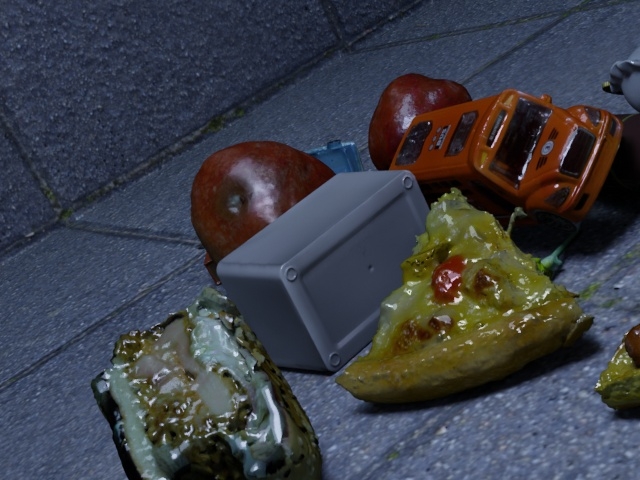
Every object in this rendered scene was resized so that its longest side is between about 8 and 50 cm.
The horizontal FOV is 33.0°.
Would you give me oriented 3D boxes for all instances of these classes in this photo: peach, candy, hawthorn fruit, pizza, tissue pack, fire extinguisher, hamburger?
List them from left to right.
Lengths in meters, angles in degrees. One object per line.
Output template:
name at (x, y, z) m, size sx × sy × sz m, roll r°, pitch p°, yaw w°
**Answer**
hamburger at (-0.102, 0.190, 1.075) m, size 0.167 × 0.192 × 0.288 m, roll -34°, pitch 43°, yaw -2°
peach at (-0.074, -0.036, 1.591) m, size 0.232 × 0.232 × 0.256 m, roll -31°, pitch 12°, yaw -11°
tissue pack at (0.022, 0.034, 1.357) m, size 0.246 × 0.159 × 0.136 m, roll -37°, pitch 21°, yaw -31°
hawthorn fruit at (0.159, -0.160, 1.718) m, size 0.185 × 0.185 × 0.202 m, roll -8°, pitch 42°, yaw 46°
pizza at (0.136, 0.042, 1.163) m, size 0.280 × 0.075 × 0.288 m, roll -27°, pitch 39°, yaw 21°
candy at (0.262, 0.021, 1.235) m, size 0.062 × 0.058 × 0.194 m, roll 2°, pitch 23°, yaw 36°
fire extinguisher at (0.418, -0.103, 1.248) m, size 0.141 × 0.105 × 0.341 m, roll -24°, pitch 13°, yaw -15°

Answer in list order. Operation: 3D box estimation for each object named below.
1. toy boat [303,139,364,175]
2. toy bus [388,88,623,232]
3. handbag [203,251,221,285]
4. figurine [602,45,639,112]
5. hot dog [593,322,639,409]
toy boat at (-0.028, -0.112, 1.968) m, size 0.237 × 0.109 × 0.098 m, roll -17°, pitch 0°, yaw 22°
toy bus at (0.218, -0.098, 1.332) m, size 0.143 × 0.153 × 0.329 m, roll -64°, pitch 21°, yaw -10°
handbag at (-0.102, -0.006, 1.829) m, size 0.190 × 0.063 × 0.127 m, roll -29°, pitch 16°, yaw 7°
figurine at (0.440, -0.216, 1.301) m, size 0.143 × 0.143 × 0.271 m, roll -32°, pitch 18°, yaw -15°
hot dog at (0.342, 0.054, 0.910) m, size 0.261 × 0.093 × 0.123 m, roll -29°, pitch 7°, yaw -4°
